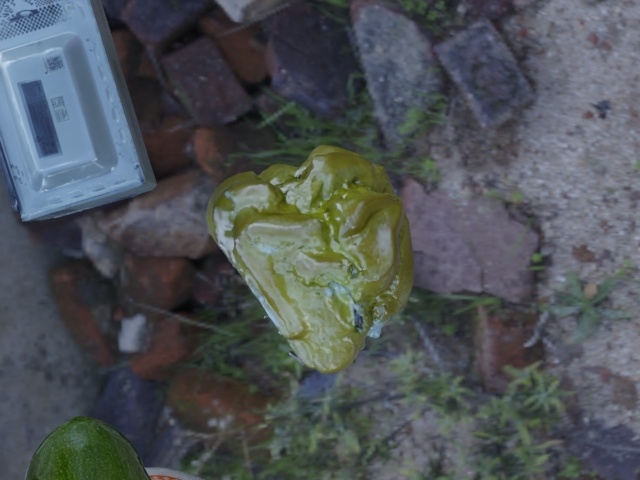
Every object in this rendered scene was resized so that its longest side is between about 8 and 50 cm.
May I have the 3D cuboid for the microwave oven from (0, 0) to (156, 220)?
[{"bbox_3d":[-0.241,-0.131,1.108,0.122,0.162,0.208,-17,92,-2],"label":"microwave oven"}]

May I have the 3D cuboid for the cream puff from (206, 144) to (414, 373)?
[{"bbox_3d":[-0.003,-0.004,1.152,0.221,0.194,0.195,45,116,50],"label":"cream puff"}]

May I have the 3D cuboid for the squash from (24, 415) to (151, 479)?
[{"bbox_3d":[-0.071,0.163,0.431,0.069,0.069,0.258,-54,32,23],"label":"squash"}]

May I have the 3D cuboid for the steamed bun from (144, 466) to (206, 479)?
[{"bbox_3d":[-0.176,0.343,1.313,0.232,0.232,0.145,49,140,26],"label":"steamed bun"}]
